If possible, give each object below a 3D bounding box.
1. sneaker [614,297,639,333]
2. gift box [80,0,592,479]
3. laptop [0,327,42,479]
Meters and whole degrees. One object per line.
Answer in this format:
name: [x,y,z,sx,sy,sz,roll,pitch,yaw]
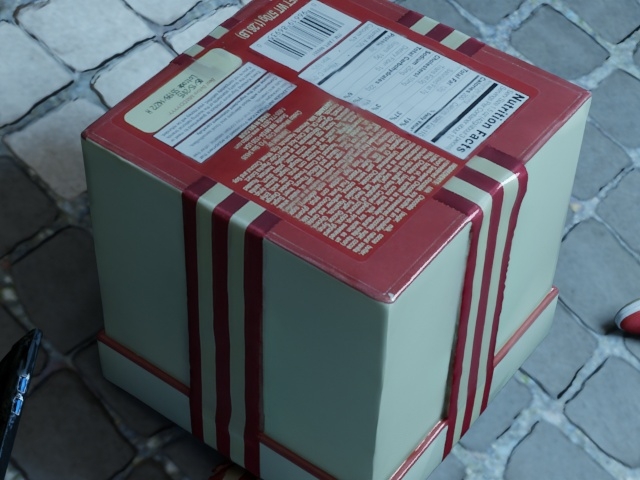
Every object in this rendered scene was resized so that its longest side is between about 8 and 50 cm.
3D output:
sneaker: [0.286,0.077,1.107,0.118,0.042,0.067,1,55,-22]
gift box: [0.000,0.000,0.931,0.276,0.258,0.255,32,53,27]
laptop: [-0.165,0.225,0.735,0.137,0.234,0.264,27,43,-21]
